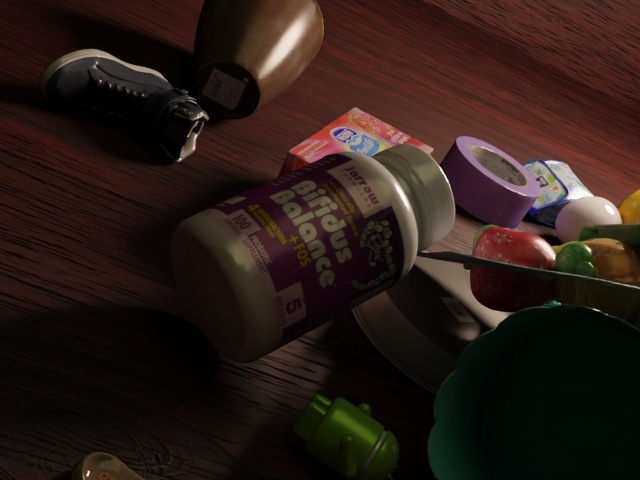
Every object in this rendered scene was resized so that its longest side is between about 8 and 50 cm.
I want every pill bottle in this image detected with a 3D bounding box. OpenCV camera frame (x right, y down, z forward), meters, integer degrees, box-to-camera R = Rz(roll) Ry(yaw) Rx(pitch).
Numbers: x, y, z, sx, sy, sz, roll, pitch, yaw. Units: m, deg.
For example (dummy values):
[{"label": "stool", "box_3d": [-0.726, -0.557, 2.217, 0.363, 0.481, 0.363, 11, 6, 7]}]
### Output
[{"label": "pill bottle", "box_3d": [0.000, 0.000, 1.095, 0.301, 0.169, 0.169, -27, 58, -28]}]

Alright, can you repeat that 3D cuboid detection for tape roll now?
[{"label": "tape roll", "box_3d": [0.316, -0.111, 1.857, 0.189, 0.080, 0.189, 25, 28, -14]}]

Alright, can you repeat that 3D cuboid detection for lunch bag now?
[{"label": "lunch bag", "box_3d": [0.455, -0.095, 1.973, 0.151, 0.096, 0.129, -2, 42, -27]}]

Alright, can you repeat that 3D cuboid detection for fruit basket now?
[{"label": "fruit basket", "box_3d": [0.299, 0.032, 1.238, 0.352, 0.166, 0.327, 15, -2, -5]}]

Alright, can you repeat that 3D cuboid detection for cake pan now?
[{"label": "cake pan", "box_3d": [0.176, 0.113, 1.344, 0.293, 0.054, 0.293, 25, 27, -14]}]

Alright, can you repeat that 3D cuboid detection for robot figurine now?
[{"label": "robot figurine", "box_3d": [0.030, 0.207, 1.005, 0.115, 0.067, 0.101, 34, 14, 5]}]

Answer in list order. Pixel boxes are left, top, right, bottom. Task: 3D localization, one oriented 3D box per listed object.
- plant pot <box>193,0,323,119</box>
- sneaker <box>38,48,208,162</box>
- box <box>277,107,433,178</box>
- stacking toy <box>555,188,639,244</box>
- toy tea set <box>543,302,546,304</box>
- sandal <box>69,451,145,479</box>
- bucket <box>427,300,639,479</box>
[{"label": "plant pot", "box_3d": [-0.124, -0.305, 1.616, 0.215, 0.215, 0.230, 28, 41, -8]}, {"label": "sneaker", "box_3d": [-0.259, -0.184, 1.356, 0.226, 0.086, 0.163, -2, 39, -50]}, {"label": "box", "box_3d": [0.037, -0.066, 1.388, 0.142, 0.154, 0.300, 29, 26, 8]}, {"label": "stacking toy", "box_3d": [0.686, -0.002, 1.894, 0.479, 0.351, 0.351, 7, 32, -11]}, {"label": "toy tea set", "box_3d": [0.371, 0.124, 1.513, 0.200, 0.124, 0.336, 64, 26, -1]}, {"label": "sandal", "box_3d": [-0.128, 0.230, 0.814, 0.180, 0.049, 0.072, 36, 26, 9]}, {"label": "bucket", "box_3d": [0.261, 0.205, 1.021, 0.281, 0.281, 0.183, 42, 11, 21]}]
